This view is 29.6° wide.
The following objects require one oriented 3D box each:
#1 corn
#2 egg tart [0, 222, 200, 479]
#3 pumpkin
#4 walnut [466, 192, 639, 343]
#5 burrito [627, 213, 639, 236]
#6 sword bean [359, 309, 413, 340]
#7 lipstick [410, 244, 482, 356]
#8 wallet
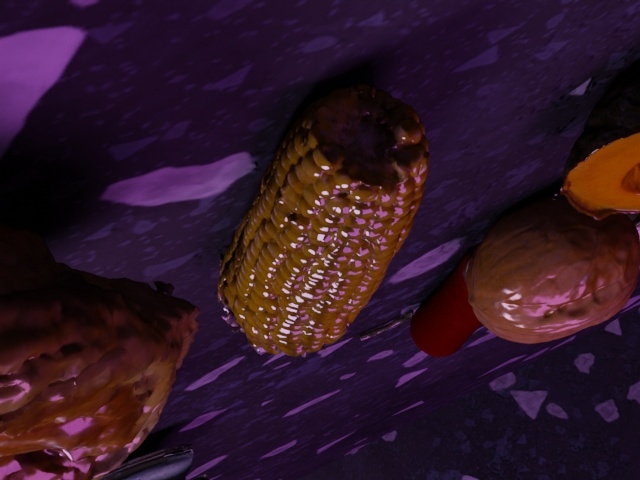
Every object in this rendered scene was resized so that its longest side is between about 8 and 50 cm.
[{"bbox_3d":[0.000,0.000,0.841,0.115,0.115,0.318,-21,165,-21],"label":"corn"},{"bbox_3d":[-0.234,0.079,0.603,0.351,0.153,0.339,-25,165,-6],"label":"egg tart"},{"bbox_3d":[0.289,-0.117,0.995,0.163,0.111,0.278,-4,160,-20],"label":"pumpkin"},{"bbox_3d":[0.252,0.029,1.318,0.207,0.159,0.159,-24,166,-15],"label":"walnut"},{"bbox_3d":[0.345,0.030,1.591,0.175,0.107,0.348,3,149,-34],"label":"burrito"},{"bbox_3d":[0.089,0.113,1.604,0.083,0.012,0.012,-24,166,-14],"label":"sword bean"},{"bbox_3d":[0.176,0.078,1.500,0.080,0.080,0.241,-22,166,-18],"label":"lipstick"},{"bbox_3d":[-0.296,0.359,1.640,0.223,0.077,0.309,-21,172,-32],"label":"wallet"}]
